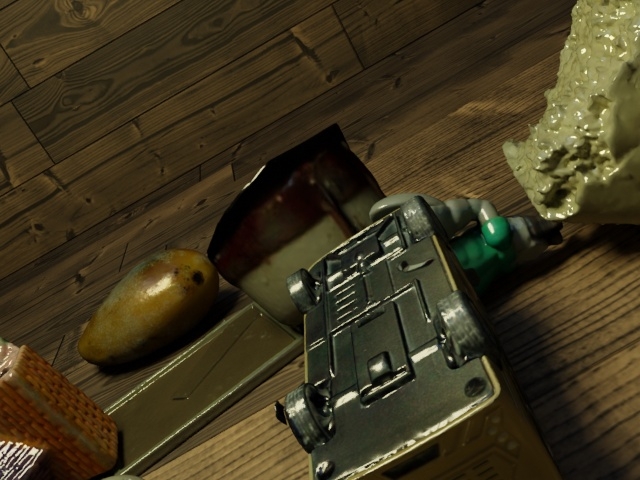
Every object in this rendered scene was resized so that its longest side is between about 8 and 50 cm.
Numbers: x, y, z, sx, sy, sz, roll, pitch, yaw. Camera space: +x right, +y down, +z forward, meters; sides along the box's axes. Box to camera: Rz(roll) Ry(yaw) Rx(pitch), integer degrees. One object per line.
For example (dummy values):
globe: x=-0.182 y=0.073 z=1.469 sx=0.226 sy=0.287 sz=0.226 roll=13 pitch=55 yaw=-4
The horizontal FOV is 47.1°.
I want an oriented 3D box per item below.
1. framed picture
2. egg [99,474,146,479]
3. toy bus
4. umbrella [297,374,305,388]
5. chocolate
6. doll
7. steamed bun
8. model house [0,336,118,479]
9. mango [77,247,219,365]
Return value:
framed picture: x=-0.183 y=0.209 z=1.089 sx=0.315 sy=0.024 sz=0.232 roll=-36 pitch=21 yaw=-13
egg: x=-0.228 y=0.312 z=0.780 sx=0.135 sy=0.103 sz=0.103 roll=-43 pitch=24 yaw=-25
toy bus: x=0.086 y=0.116 z=0.680 sx=0.176 sy=0.202 sz=0.365 roll=-32 pitch=22 yaw=13
umbrella: x=0.011 y=0.164 z=0.902 sx=0.040 sy=0.037 sz=0.144 roll=8 pitch=38 yaw=40
chocolate: x=0.000 y=0.000 z=1.038 sx=0.283 sy=0.186 sz=0.283 roll=-45 pitch=-13 yaw=-13
doll: x=0.158 y=0.022 z=0.924 sx=0.258 sy=0.195 sz=0.153 roll=-9 pitch=51 yaw=-17
steamed bun: x=0.362 y=-0.177 z=0.833 sx=0.273 sy=0.272 sz=0.290 roll=7 pitch=37 yaw=10
model house: x=-0.424 y=0.268 z=0.987 sx=0.237 sy=0.202 sz=0.237 roll=-46 pitch=21 yaw=-31
mango: x=-0.315 y=0.126 z=1.299 sx=0.316 sy=0.146 sz=0.193 roll=-31 pitch=11 yaw=18
